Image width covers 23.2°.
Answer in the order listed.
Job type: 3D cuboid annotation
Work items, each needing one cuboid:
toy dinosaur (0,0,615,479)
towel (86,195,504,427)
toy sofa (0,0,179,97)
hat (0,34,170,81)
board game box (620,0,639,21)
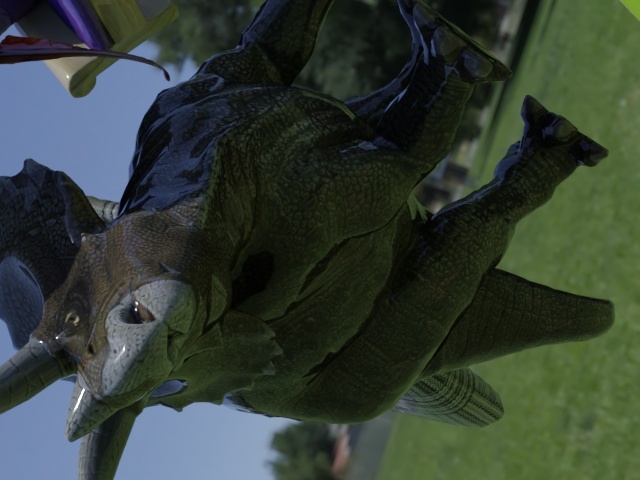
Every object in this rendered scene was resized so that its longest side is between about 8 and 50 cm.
[{"bbox_3d":[0.000,0.000,0.495,0.160,0.121,0.313,-50,-24,8],"label":"toy dinosaur"},{"bbox_3d":[-0.067,0.053,1.158,0.312,0.324,0.056,35,-107,-49],"label":"towel"},{"bbox_3d":[-0.278,-0.278,1.232,0.177,0.150,0.362,-37,-43,-8],"label":"toy sofa"},{"bbox_3d":[-0.214,-0.115,0.907,0.208,0.183,0.173,-53,-5,-24],"label":"hat"},{"bbox_3d":[0.262,-0.222,0.682,0.078,0.233,0.347,-11,-36,-42],"label":"board game box"}]
